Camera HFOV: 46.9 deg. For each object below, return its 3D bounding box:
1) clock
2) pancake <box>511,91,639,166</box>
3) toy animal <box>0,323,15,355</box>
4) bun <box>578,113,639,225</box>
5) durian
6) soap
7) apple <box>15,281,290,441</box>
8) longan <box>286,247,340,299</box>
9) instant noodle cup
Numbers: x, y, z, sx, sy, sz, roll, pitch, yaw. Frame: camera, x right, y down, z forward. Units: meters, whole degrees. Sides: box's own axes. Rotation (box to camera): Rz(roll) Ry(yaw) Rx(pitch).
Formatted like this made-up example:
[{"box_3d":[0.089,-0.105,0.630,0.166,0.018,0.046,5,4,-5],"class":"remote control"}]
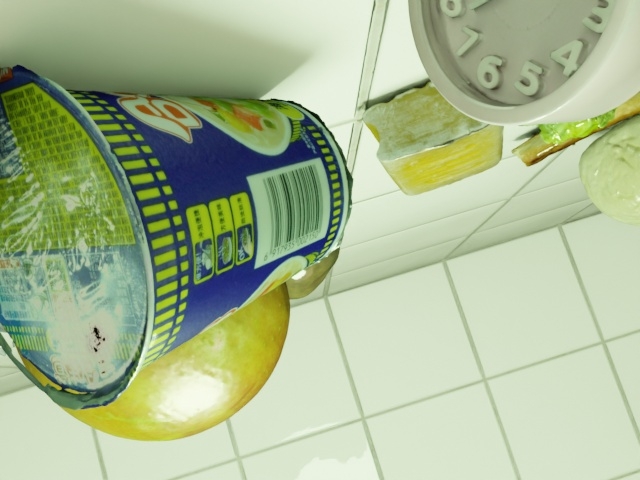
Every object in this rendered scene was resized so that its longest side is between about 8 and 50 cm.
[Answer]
[{"box_3d":[0.148,-0.178,0.502,0.068,0.196,0.197,-9,167,-34],"class":"clock"},{"box_3d":[0.482,-0.197,1.349,0.266,0.057,0.244,-21,170,13],"class":"pancake"},{"box_3d":[-0.541,0.112,1.246,0.239,0.176,0.255,-19,136,-10],"class":"toy animal"},{"box_3d":[0.686,-0.148,1.395,0.353,0.227,0.349,-24,173,3],"class":"bun"},{"box_3d":[0.336,-0.195,0.972,0.107,0.132,0.375,26,172,1],"class":"durian"},{"box_3d":[0.165,-0.142,1.034,0.174,0.089,0.274,-20,170,12],"class":"soap"},{"box_3d":[-0.239,0.079,0.991,0.374,0.374,0.384,-7,-156,-45],"class":"apple"},{"box_3d":[-0.048,0.021,1.342,0.187,0.167,0.167,-27,166,39],"class":"longan"},{"box_3d":[-0.135,-0.030,0.707,0.284,0.284,0.312,-26,176,40],"class":"instant noodle cup"}]
